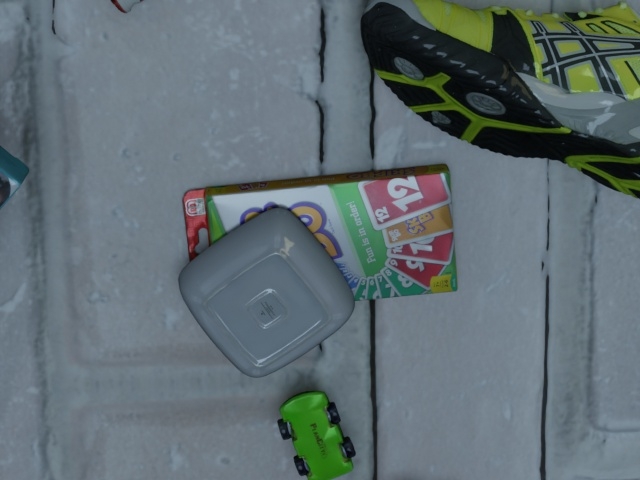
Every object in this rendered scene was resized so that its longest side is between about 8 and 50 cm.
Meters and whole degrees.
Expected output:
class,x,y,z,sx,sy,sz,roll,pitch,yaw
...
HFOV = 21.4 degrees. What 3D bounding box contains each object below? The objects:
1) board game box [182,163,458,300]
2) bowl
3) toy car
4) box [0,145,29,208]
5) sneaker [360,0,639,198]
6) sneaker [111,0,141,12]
class,x,y,z,sx,sy,sz,roll,pitch,yaw
board game box,0.000,0.000,1.644,0.259,0.039,0.124,-5,107,1
bowl,-0.051,0.058,1.615,0.142,0.053,0.142,-34,109,9
toy car,0.019,0.245,1.709,0.239,0.053,0.225,-20,107,2
box,-0.366,0.003,1.446,0.100,0.060,0.244,40,100,-13
sneaker,0.221,-0.155,1.577,0.385,0.145,0.147,21,74,-7
sneaker,-0.174,-0.327,1.517,0.128,0.087,0.221,-27,119,-4
